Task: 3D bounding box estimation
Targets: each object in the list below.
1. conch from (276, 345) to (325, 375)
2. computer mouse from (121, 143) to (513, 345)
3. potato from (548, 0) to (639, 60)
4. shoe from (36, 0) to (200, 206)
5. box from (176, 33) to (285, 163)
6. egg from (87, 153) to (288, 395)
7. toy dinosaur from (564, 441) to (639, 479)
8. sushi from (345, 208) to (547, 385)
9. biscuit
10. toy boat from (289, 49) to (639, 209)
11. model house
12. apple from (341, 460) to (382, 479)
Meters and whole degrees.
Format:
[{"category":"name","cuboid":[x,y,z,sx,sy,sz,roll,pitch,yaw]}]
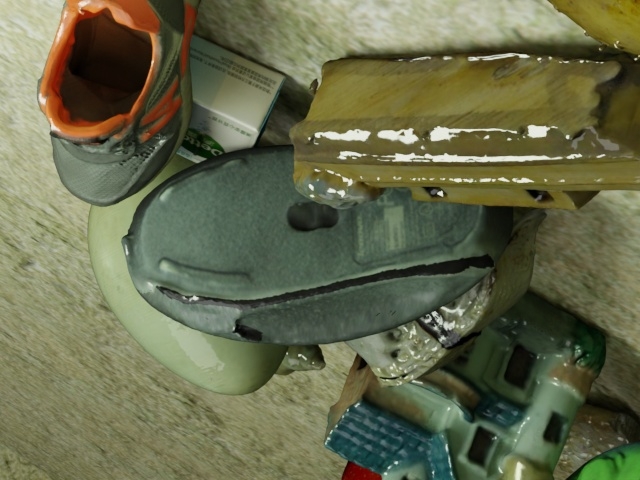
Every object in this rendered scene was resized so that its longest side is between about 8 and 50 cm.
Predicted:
[{"category":"conch","cuboid":[-0.095,0.065,2.161,0.386,0.170,0.203,52,164,54]},{"category":"computer mouse","cuboid":[0.000,0.003,1.728,0.374,0.203,0.114,-4,153,8]},{"category":"potato","cuboid":[0.264,-0.185,1.159,0.300,0.140,0.173,15,164,20]},{"category":"shoe","cuboid":[-0.195,-0.124,1.622,0.132,0.171,0.336,20,135,2]},{"category":"box","cuboid":[-0.145,-0.150,1.782,0.194,0.073,0.139,25,158,-2]},{"category":"egg","cuboid":[-0.127,0.026,1.912,0.295,0.218,0.218,65,161,10]},{"category":"toy dinosaur","cuboid":[0.322,0.236,1.994,0.144,0.374,0.500,27,-174,-40]},{"category":"sushi","cuboid":[0.137,0.066,1.828,0.273,0.109,0.134,-27,168,29]},{"category":"biscuit","cuboid":[0.345,0.255,2.271,0.188,0.040,0.265,25,161,-1]},{"category":"toy boat","cuboid":[0.155,-0.083,1.545,0.445,0.136,0.162,3,155,42]},{"category":"model house","cuboid":[0.135,0.209,1.989,0.267,0.325,0.194,29,161,-12]},{"category":"apple","cuboid":[0.146,0.335,2.384,0.216,0.260,0.260,54,153,-7]}]
